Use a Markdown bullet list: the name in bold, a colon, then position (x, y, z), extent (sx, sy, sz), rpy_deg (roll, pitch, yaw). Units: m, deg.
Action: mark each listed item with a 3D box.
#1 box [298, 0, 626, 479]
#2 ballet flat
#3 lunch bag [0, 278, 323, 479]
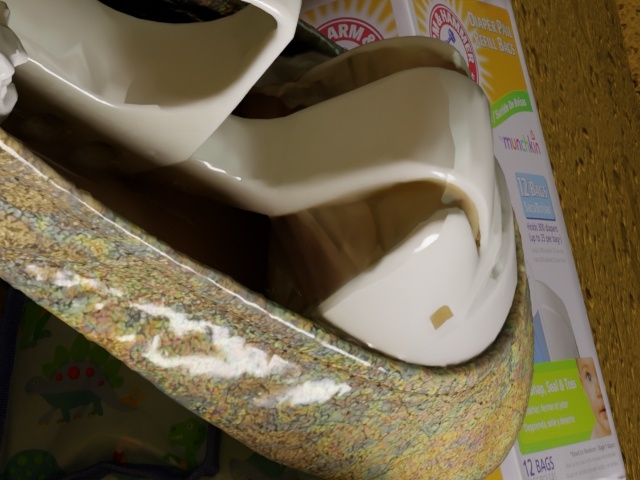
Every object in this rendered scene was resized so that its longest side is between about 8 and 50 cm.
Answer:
- **box**: position (0.030, 0.008, 0.767), extent (0.114, 0.103, 0.203), rpy_deg (2, 73, -62)
- **ballet flat**: position (-0.028, -0.029, 0.490), extent (0.348, 0.123, 0.123), rpy_deg (32, 41, -37)
- **lunch bag**: position (-0.039, 0.034, 0.636), extent (0.129, 0.096, 0.151), rpy_deg (53, 36, -54)
